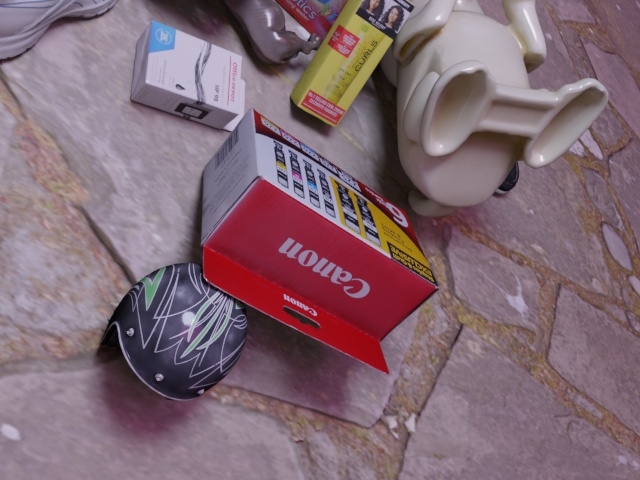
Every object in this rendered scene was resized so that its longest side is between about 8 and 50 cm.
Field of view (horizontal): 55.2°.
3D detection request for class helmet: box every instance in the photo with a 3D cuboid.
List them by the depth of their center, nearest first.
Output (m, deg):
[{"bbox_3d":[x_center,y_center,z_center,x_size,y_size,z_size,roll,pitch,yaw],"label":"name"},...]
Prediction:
[{"bbox_3d":[-0.168,0.108,0.734,0.170,0.162,0.169,12,69,-34],"label":"helmet"}]

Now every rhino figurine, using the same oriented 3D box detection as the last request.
[{"bbox_3d":[-0.109,-0.390,0.996,0.106,0.073,0.243,-40,97,-38],"label":"rhino figurine"}]

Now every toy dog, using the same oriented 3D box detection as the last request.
[{"bbox_3d":[0.241,-0.280,1.076,0.285,0.395,0.407,-3,52,-12],"label":"toy dog"}]

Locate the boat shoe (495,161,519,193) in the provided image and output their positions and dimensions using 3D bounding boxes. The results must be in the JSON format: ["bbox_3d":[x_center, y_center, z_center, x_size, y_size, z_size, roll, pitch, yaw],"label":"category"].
[{"bbox_3d":[0.363,-0.270,1.291,0.127,0.113,0.339,-10,82,-39],"label":"boat shoe"}]

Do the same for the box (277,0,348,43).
[{"bbox_3d":[-0.010,-0.491,1.052,0.300,0.154,0.142,37,57,-21],"label":"box"}]

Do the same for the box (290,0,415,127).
[{"bbox_3d":[0.048,-0.308,1.002,0.087,0.232,0.058,26,21,-29],"label":"box"}]

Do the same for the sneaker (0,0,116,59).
[{"bbox_3d":[-0.328,-0.342,0.777,0.111,0.129,0.297,43,53,-16],"label":"sneaker"}]

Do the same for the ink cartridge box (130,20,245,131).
[{"bbox_3d":[-0.177,-0.235,0.901,0.180,0.060,0.104,13,68,-34],"label":"ink cartridge box"}]

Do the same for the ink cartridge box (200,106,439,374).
[{"bbox_3d":[0.000,0.000,0.838,0.310,0.130,0.271,31,25,-27],"label":"ink cartridge box"}]
